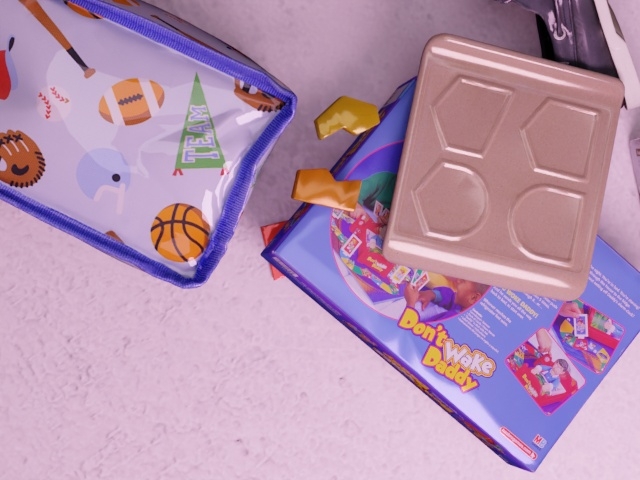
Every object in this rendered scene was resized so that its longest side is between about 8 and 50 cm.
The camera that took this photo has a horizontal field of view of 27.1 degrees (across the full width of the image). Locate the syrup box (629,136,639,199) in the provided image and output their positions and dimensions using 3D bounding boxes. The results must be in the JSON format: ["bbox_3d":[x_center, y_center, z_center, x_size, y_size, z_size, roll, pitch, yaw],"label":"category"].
[{"bbox_3d":[0.402,-0.003,1.386,0.093,0.096,0.236,-13,93,-5],"label":"syrup box"}]

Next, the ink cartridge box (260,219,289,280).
[{"bbox_3d":[0.000,0.000,1.388,0.115,0.029,0.062,-15,93,-5],"label":"ink cartridge box"}]

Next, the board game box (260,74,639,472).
[{"bbox_3d":[0.147,0.036,1.354,0.347,0.078,0.233,41,81,-8],"label":"board game box"}]

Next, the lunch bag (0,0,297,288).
[{"bbox_3d":[-0.239,-0.126,1.219,0.386,0.328,0.238,27,92,-7],"label":"lunch bag"}]

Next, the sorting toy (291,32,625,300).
[{"bbox_3d":[0.134,-0.080,1.300,0.307,0.041,0.229,13,89,-11],"label":"sorting toy"}]

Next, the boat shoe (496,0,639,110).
[{"bbox_3d":[0.218,-0.257,1.315,0.113,0.127,0.340,-22,127,12],"label":"boat shoe"}]
